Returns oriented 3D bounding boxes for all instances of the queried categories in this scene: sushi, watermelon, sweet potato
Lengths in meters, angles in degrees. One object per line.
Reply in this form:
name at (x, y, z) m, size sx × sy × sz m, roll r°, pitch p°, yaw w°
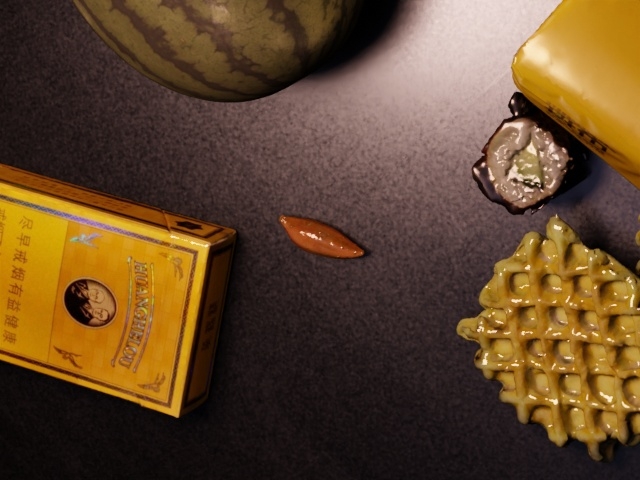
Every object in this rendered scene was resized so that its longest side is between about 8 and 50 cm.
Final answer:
sushi at (0.195, -0.080, 1.611) m, size 0.094 × 0.084 × 0.098 m, roll -41°, pitch 81°, yaw 26°
watermelon at (-0.113, -0.299, 1.574) m, size 0.279 × 0.279 × 0.359 m, roll -32°, pitch 88°, yaw 23°
sweet potato at (0.000, 0.000, 1.727) m, size 0.095 × 0.034 × 0.034 m, roll 24°, pitch 108°, yaw 15°

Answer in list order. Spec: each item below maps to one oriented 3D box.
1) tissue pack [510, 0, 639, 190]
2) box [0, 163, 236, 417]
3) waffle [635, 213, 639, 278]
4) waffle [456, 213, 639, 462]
tissue pack at (0.324, -0.134, 1.500) m, size 0.271 × 0.134 × 0.192 m, roll 39°, pitch 87°, yaw 9°
box at (-0.251, 0.048, 1.801) m, size 0.301 × 0.084 × 0.193 m, roll 15°, pitch 107°, yaw 17°
waffle at (0.383, 0.000, 1.584) m, size 0.183 × 0.036 × 0.169 m, roll 16°, pitch 103°, yaw 15°
waffle at (0.247, 0.102, 1.637) m, size 0.223 × 0.054 × 0.204 m, roll 41°, pitch 123°, yaw 10°
